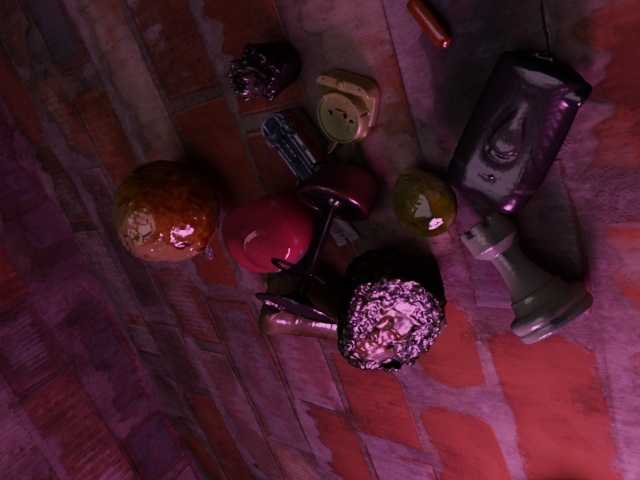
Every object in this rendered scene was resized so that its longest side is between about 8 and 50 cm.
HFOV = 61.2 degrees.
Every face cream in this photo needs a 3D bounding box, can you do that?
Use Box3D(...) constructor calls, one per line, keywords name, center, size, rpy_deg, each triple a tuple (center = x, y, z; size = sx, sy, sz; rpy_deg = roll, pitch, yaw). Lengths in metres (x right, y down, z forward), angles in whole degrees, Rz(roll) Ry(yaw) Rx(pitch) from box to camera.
Box3D(name="face cream", center=(0.023, -0.092, 1.658), size=(0.092, 0.058, 0.243), rpy_deg=(-24, 106, 42))

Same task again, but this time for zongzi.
Box3D(name="zongzi", center=(-0.015, 0.157, 1.820), size=(0.357, 0.392, 0.174), rpy_deg=(13, 132, -13))

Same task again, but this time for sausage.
Box3D(name="sausage", center=(0.241, -0.480, 1.189), size=(0.131, 0.041, 0.039), rpy_deg=(53, 134, -1))

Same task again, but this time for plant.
Box3D(name="plant", center=(-0.151, -0.453, 1.452), size=(0.132, 0.194, 0.129), rpy_deg=(39, 142, 17))

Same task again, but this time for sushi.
Box3D(name="sushi", center=(0.199, 0.196, 1.528), size=(0.295, 0.178, 0.351), rpy_deg=(9, 124, -4))

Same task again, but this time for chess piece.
Box3D(name="chess piece", center=(0.470, 0.074, 1.281), size=(0.299, 0.195, 0.194), rpy_deg=(55, 140, 11))

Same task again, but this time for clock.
Box3D(name="clock", center=(0.065, -0.325, 1.438), size=(0.170, 0.069, 0.231), rpy_deg=(25, 132, 28))

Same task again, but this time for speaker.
Box3D(name="speaker", center=(-0.153, -0.033, 1.679), size=(0.294, 0.294, 0.294), rpy_deg=(23, 131, 29))

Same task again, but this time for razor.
Box3D(name="razor", center=(0.413, -0.226, 1.158), size=(0.205, 0.113, 0.348), rpy_deg=(34, 134, 19))

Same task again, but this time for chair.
Box3D(name="chair", center=(0.000, 0.000, 1.437), size=(0.227, 0.400, 0.226), rpy_deg=(19, 166, 5))

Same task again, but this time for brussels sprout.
Box3D(name="brussels sprout", center=(0.259, -0.096, 1.370), size=(0.180, 0.144, 0.161), rpy_deg=(56, 165, 31))

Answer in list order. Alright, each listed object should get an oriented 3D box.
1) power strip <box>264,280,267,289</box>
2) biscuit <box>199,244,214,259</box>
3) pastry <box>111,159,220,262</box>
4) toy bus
Box3D(name="power strip", center=(-0.100, 0.193, 1.980), size=(0.268, 0.034, 0.092), rpy_deg=(1, 117, 42))
Box3D(name="biscuit", center=(-0.521, -0.034, 2.206), size=(0.133, 0.032, 0.249), rpy_deg=(0, 118, 42))
Box3D(name="pastry", center=(-0.532, -0.110, 1.905), size=(0.388, 0.389, 0.313), rpy_deg=(51, 131, 1))
Box3D(name="toy bus", center=(-0.049, -0.258, 1.550), size=(0.265, 0.120, 0.121), rpy_deg=(53, 138, -4))
